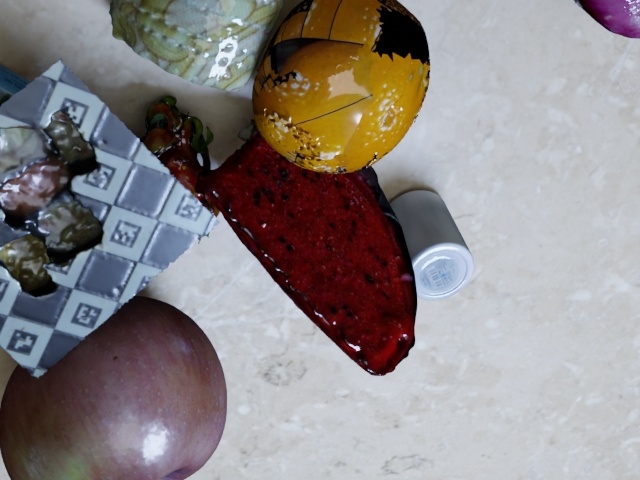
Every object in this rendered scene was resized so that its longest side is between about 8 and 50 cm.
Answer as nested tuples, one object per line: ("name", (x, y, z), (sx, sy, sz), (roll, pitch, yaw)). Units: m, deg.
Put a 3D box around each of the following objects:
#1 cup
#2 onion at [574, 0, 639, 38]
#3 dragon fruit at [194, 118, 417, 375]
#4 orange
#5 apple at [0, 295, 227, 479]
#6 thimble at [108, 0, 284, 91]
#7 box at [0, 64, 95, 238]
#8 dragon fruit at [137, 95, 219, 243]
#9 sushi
("cup", (0.139, 0.021, 1.724), (0.099, 0.133, 0.136), (10, 122, -23))
("onion", (0.407, -0.346, 1.583), (0.201, 0.200, 0.207), (-53, 154, 15))
("dragon fruit", (0.000, 0.000, 1.591), (0.343, 0.282, 0.100), (48, 135, -6))
("orange", (0.026, -0.193, 1.503), (0.234, 0.182, 0.234), (-31, 147, -22))
("apple", (-0.262, 0.223, 1.610), (0.305, 0.235, 0.306), (-32, 161, -12))
("thimble", (-0.145, -0.272, 1.447), (0.190, 0.137, 0.143), (23, 110, -17))
("box", (-0.363, -0.109, 1.474), (0.232, 0.083, 0.143), (29, 108, -19))
("dragon fruit", (-0.181, -0.088, 1.553), (0.138, 0.142, 0.175), (15, 95, 20))
("sushi", (-0.312, -0.029, 1.438), (0.294, 0.059, 0.292), (-38, 121, 4))
